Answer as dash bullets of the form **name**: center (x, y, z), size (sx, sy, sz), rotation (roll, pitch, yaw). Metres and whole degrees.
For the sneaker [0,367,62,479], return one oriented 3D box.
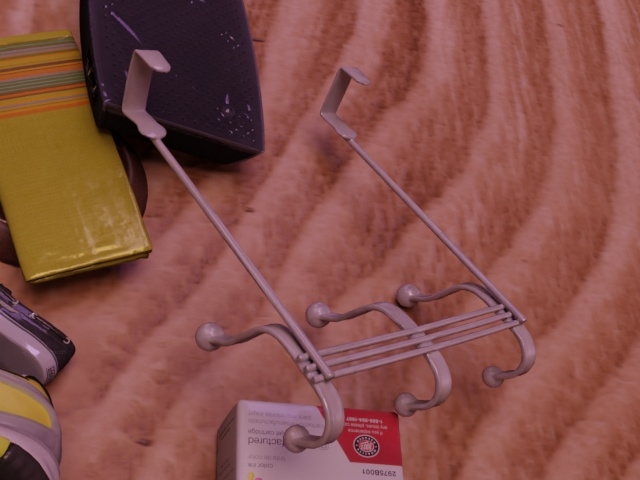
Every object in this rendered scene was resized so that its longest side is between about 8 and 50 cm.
- **sneaker**: center (-0.347, 0.101, 0.487), size (0.384, 0.145, 0.147), rotation (22, 11, -13)

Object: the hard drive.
- **hard drive**: center (-0.143, -0.189, 0.757), size (0.172, 0.054, 0.255), rotation (14, 51, -36)

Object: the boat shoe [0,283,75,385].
- **boat shoe**: center (-0.245, 0.053, 0.606), size (0.142, 0.049, 0.040), rotation (39, 35, 4)

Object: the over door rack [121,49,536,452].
- **over door rack**: center (0.000, 0.000, 0.657), size (0.239, 0.108, 0.324), rotation (-7, 58, -43)

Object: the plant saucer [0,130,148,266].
- **plant saucer**: center (-0.229, -0.055, 0.686), size (0.168, 0.029, 0.168), rotation (10, 57, -16)

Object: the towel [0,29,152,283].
- **towel**: center (-0.223, -0.076, 0.673), size (0.102, 0.021, 0.237), rotation (-15, 66, -24)

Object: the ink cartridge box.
- **ink cartridge box**: center (-0.006, 0.211, 0.574), size (0.127, 0.072, 0.175), rotation (8, 56, -17)
